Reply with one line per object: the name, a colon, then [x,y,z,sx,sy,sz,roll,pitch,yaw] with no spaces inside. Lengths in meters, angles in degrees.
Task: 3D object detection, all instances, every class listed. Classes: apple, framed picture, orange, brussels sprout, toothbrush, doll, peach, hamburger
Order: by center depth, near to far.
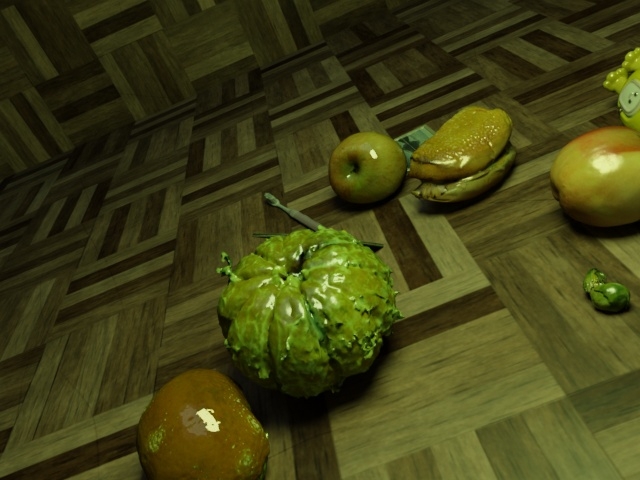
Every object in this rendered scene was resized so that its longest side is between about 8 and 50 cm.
orange: [-0.193,0.296,0.887,0.179,0.158,0.237,-44,34,0]
brussels sprout: [0.436,0.078,0.894,0.051,0.046,0.083,-29,21,1]
orange: [-0.016,0.114,0.978,0.301,0.223,0.300,-26,49,-2]
peach: [0.494,-0.108,1.009,0.184,0.184,0.184,-18,32,12]
doll: [0.690,-0.252,1.142,0.199,0.145,0.362,-55,28,31]
framed picture: [0.000,-0.001,1.193,0.173,0.010,0.231,3,-3,39]
hamburger: [0.323,-0.171,1.250,0.283,0.143,0.157,-41,45,-22]
apple: [0.114,-0.172,1.373,0.183,0.182,0.155,-3,8,32]
toothbrush: [-0.060,-0.065,1.457,0.024,0.029,0.354,-46,35,-8]
framed picture: [0.248,-0.239,1.518,0.150,0.015,0.203,-25,31,1]
